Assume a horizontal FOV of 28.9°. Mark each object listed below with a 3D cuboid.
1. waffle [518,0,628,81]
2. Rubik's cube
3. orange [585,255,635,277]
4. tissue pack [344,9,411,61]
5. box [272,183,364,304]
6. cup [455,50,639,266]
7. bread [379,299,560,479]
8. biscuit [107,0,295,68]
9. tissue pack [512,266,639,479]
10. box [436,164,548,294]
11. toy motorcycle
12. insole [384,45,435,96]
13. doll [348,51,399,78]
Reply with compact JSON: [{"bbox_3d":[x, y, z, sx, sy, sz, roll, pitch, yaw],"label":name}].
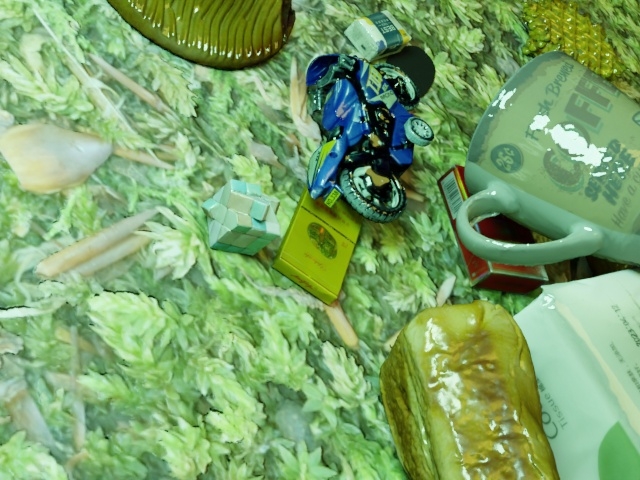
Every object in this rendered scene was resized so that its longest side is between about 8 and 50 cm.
[{"bbox_3d":[0.415,-0.333,2.100,0.193,0.070,0.197,-24,73,-48],"label":"waffle"},{"bbox_3d":[-0.086,-0.032,1.414,0.075,0.084,0.073,26,46,-46],"label":"Rubik's cube"},{"bbox_3d":[0.471,0.009,1.797,0.179,0.158,0.237,-8,60,-51],"label":"orange"},{"bbox_3d":[0.083,-0.297,1.803,0.083,0.042,0.062,-24,72,-47],"label":"tissue pack"},{"bbox_3d":[0.000,0.000,1.505,0.087,0.023,0.155,37,41,-15],"label":"box"},{"bbox_3d":[0.319,-0.065,1.560,0.301,0.227,0.257,-40,55,-20],"label":"cup"},{"bbox_3d":[0.170,0.238,1.331,0.149,0.195,0.344,0,56,-17],"label":"bread"},{"bbox_3d":[-0.170,-0.360,1.639,0.318,0.040,0.318,23,45,-25],"label":"biscuit"},{"bbox_3d":[0.380,0.224,1.518,0.266,0.194,0.356,-10,63,-44],"label":"tissue pack"},{"bbox_3d":[0.234,-0.015,1.697,0.112,0.048,0.175,8,53,-37],"label":"box"},{"bbox_3d":[0.049,-0.147,1.600,0.169,0.113,0.315,29,41,-16],"label":"toy motorcycle"},{"bbox_3d":[0.110,-0.229,1.800,0.080,0.003,0.232,46,40,1],"label":"insole"},{"bbox_3d":[0.070,-0.235,1.740,0.085,0.040,0.058,25,30,-9],"label":"doll"}]
